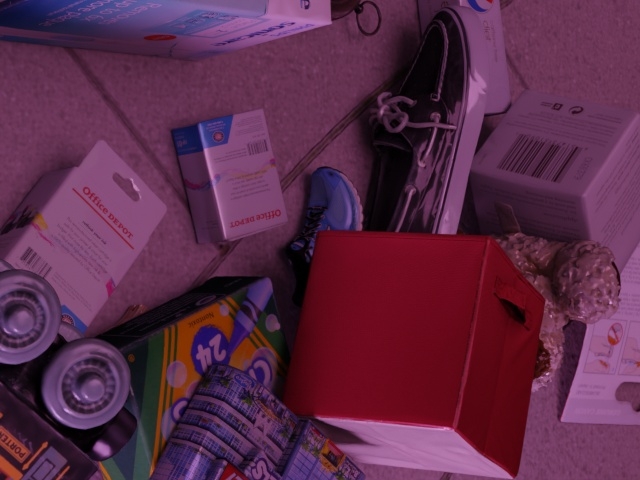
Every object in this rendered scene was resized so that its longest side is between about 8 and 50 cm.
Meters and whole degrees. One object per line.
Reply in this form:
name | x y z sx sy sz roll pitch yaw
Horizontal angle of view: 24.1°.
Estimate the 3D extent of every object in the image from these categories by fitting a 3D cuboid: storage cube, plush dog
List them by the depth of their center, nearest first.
storage cube | 0.094 0.113 1.484 0.183 0.215 0.193 42 54 -56
plush dog | 0.185 0.108 1.663 0.211 0.262 0.225 28 53 -1

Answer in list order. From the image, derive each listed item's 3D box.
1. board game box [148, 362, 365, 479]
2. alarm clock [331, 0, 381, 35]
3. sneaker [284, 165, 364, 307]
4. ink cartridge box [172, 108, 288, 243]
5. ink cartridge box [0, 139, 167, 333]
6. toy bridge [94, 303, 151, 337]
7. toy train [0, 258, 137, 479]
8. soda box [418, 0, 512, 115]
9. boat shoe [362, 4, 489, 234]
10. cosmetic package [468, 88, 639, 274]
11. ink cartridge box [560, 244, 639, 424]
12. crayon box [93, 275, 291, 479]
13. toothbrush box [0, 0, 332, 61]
board game box | -0.067 0.246 1.375 0.194 0.060 0.194 47 56 -34
alarm clock | 0.007 -0.289 1.628 0.192 0.064 0.129 40 61 -35
sneaker | 0.000 0.000 1.591 0.073 0.063 0.162 6 81 -37
ink cartridge box | -0.091 -0.065 1.523 0.088 0.052 0.122 -17 96 -41
ink cartridge box | -0.234 0.006 1.384 0.104 0.061 0.181 48 58 -26
toy bridge | -0.214 0.138 1.413 0.063 0.026 0.188 43 60 -30
toy train | -0.301 0.097 1.219 0.190 0.142 0.334 -50 117 -15
soda box | 0.165 -0.251 1.756 0.074 0.069 0.216 -7 91 -43
boat shoe | 0.104 -0.118 1.666 0.105 0.113 0.306 11 92 -28
cosmetic package | 0.281 -0.051 1.746 0.151 0.151 0.183 -52 143 -32
ink cartridge box | 0.428 0.047 1.973 0.308 0.091 0.385 7 98 -41
crayon box | -0.102 0.218 1.443 0.203 0.083 0.323 -27 108 -44
toothbrush box | -0.169 -0.251 1.366 0.295 0.216 0.126 -1 86 -43
